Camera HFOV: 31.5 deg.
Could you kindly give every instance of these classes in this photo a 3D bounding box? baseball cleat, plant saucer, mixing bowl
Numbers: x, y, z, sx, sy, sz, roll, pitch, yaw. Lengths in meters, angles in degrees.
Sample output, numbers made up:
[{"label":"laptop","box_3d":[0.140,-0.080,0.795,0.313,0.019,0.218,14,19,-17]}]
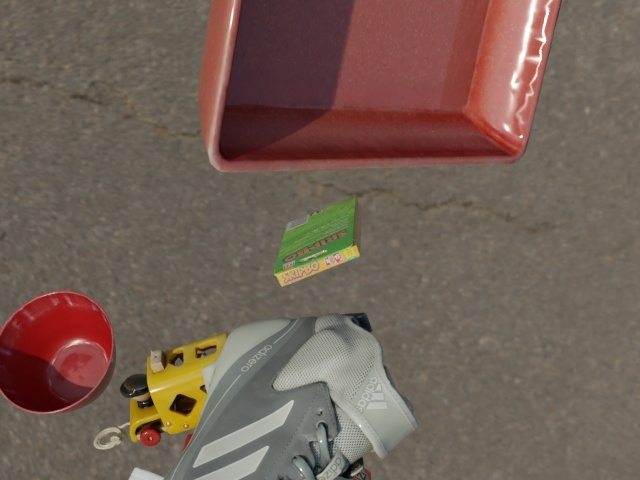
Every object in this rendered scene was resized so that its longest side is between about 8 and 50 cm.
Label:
[{"label":"baseball cleat","box_3d":[-0.016,0.103,0.488,0.072,0.109,0.206,58,28,-36]},{"label":"plant saucer","box_3d":[0.044,-0.166,0.557,0.259,0.047,0.258,-5,112,-48]},{"label":"mixing bowl","box_3d":[-0.363,0.173,1.622,0.181,0.181,0.098,-51,155,-12]}]

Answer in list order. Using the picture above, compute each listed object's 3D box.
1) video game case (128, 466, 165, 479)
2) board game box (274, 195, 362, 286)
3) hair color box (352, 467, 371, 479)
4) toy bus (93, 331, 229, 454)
[{"label":"video game case","box_3d":[-0.097,0.338,1.313,0.204,0.285,0.025,18,69,13]},{"label":"board game box","box_3d":[0.000,0.000,1.701,0.124,0.259,0.039,-22,103,9]},{"label":"hair color box","box_3d":[0.001,0.269,0.999,0.053,0.167,0.093,37,108,-14]},{"label":"toy bus","box_3d":[-0.198,0.195,1.521,0.202,0.191,0.104,-43,128,-38]}]
